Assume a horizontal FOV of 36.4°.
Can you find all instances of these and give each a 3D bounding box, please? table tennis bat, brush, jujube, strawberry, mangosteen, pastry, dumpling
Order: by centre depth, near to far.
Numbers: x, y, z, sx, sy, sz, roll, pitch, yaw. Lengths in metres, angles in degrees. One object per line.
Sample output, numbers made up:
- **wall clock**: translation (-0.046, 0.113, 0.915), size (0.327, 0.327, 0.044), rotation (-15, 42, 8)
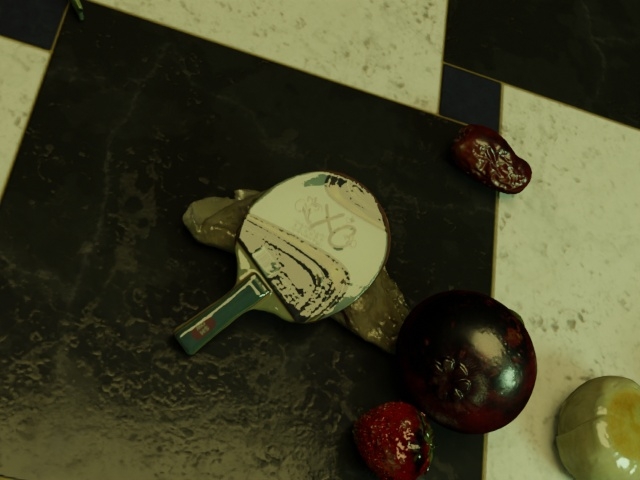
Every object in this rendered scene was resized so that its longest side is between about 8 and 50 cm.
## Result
- **strawberry**: translation (0.085, 0.240, 1.154), size (0.106, 0.106, 0.106), rotation (9, 61, -17)
- **table tennis bat**: translation (-0.050, 0.034, 1.184), size (0.301, 0.022, 0.173), rotation (-36, 93, -12)
- **mangosteen**: translation (0.189, 0.143, 1.207), size (0.199, 0.200, 0.200), rotation (9, 61, -17)
- **dumpling**: translation (0.000, 0.001, 1.248), size (0.332, 0.086, 0.166), rotation (32, 60, -8)
- **pastry**: translation (0.382, 0.253, 1.261), size (0.156, 0.092, 0.156), rotation (8, 69, -21)
- **brush**: translation (-0.362, -0.378, 1.331), size (0.030, 0.033, 0.179), rotation (-16, 71, -21)
- **jujube**: translation (0.250, -0.117, 1.411), size (0.129, 0.077, 0.077), rotation (32, 57, -9)
